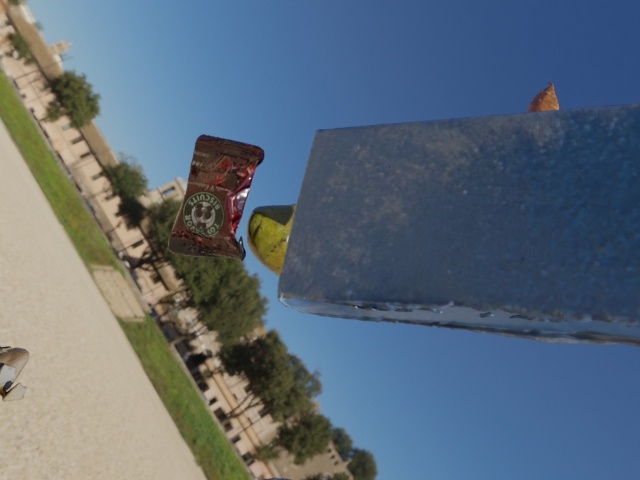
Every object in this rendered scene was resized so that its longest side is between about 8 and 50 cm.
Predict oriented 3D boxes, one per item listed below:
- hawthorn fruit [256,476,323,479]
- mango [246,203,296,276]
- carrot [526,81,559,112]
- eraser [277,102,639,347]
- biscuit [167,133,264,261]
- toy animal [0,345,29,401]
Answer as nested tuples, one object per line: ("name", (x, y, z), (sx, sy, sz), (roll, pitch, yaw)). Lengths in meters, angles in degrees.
("hawthorn fruit", (-0.045, 0.331, 0.625), (0.149, 0.189, 0.149), (45, -32, 39))
("mango", (0.004, 0.007, 1.153), (0.175, 0.329, 0.177), (-42, -117, 42))
("carrot", (0.210, -0.086, 0.569), (0.057, 0.224, 0.057), (21, -35, 15))
("eraser", (0.128, -0.013, 0.350), (0.311, 0.144, 0.042), (1, -24, 26))
("biscuit", (-0.192, -0.079, 1.047), (0.151, 0.235, 0.063), (11, -2, 19))
("toy animal", (-0.696, 0.279, 1.155), (0.179, 0.188, 0.089), (15, -55, 39))
